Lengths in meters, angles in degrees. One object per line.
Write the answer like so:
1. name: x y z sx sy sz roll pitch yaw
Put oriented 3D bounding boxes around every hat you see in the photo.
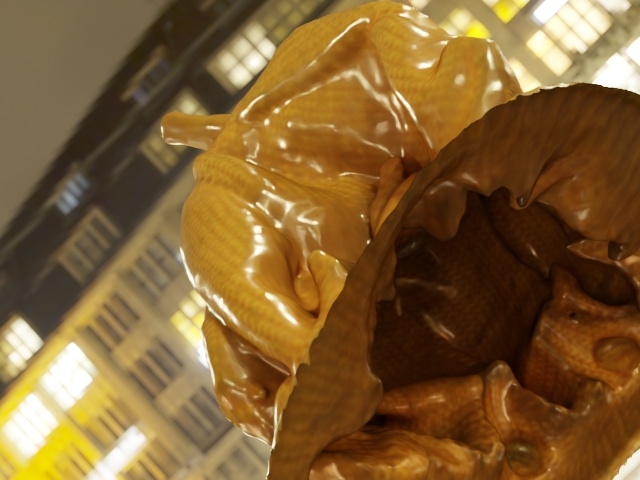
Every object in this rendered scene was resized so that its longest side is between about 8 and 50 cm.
1. hat: 0.000 0.000 0.712 0.244 0.233 0.233 -45 -41 -16
